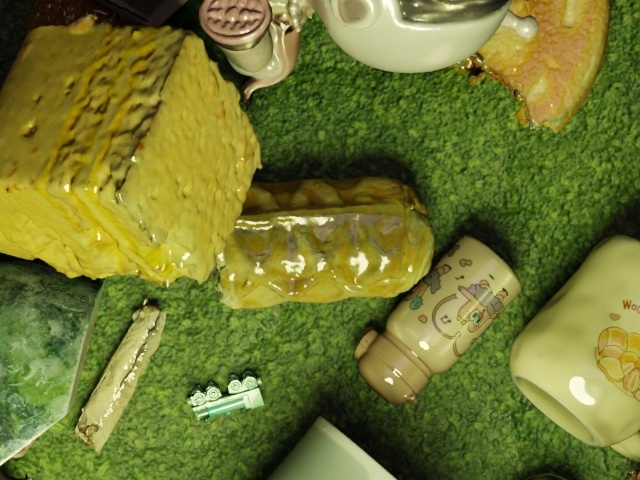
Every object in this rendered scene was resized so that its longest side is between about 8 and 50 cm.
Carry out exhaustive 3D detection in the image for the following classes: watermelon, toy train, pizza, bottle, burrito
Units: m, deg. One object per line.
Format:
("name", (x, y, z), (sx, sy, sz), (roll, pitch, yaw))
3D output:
("watermelon", (-0.356, 0.136, 1.548), (0.319, 0.214, 0.289), (16, 43, 34))
("toy train", (-0.111, 0.184, 1.597), (0.092, 0.029, 0.045), (-17, 101, -2))
("pizza", (0.234, -0.269, 1.644), (0.228, 0.081, 0.290), (2, 85, 3))
("bottle", (0.128, 0.094, 1.591), (0.209, 0.097, 0.110), (-46, 67, -7))
("burrito", (-0.230, 0.158, 1.585), (0.045, 0.041, 0.185), (23, 81, 41))

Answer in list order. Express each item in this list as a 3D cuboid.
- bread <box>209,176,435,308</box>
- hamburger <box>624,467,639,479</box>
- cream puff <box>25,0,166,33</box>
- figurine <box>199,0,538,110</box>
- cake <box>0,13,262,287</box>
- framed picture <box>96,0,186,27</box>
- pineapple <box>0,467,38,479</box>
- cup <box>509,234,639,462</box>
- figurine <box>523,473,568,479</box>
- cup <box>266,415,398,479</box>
("bread", (0.000, 0.000, 1.575), (0.267, 0.130, 0.152), (-4, 74, -5))
("hamburger", (0.419, 0.354, 1.539), (0.231, 0.107, 0.231), (16, 60, -31))
("cream puff", (-0.264, -0.254, 1.588), (0.165, 0.115, 0.150), (-27, 82, -5))
("figurine", (0.050, -0.291, 1.536), (0.361, 0.211, 0.253), (-13, 50, 15))
("cake", (-0.248, -0.091, 1.477), (0.286, 0.222, 0.227), (7, 61, 27))
("framed picture", (-0.211, -0.360, 1.555), (0.289, 0.020, 0.211), (32, 69, 35))
("pineapple", (-0.397, 0.352, 1.504), (0.119, 0.111, 0.237), (35, 89, -11))
("cup", (0.350, 0.142, 1.593), (0.202, 0.255, 0.173), (-48, 47, -9))
("figurine", (0.288, 0.384, 1.567), (0.138, 0.110, 0.245), (-40, 96, -5))
("cup", (0.041, 0.408, 1.486), (0.356, 0.259, 0.274), (44, 83, -18))
